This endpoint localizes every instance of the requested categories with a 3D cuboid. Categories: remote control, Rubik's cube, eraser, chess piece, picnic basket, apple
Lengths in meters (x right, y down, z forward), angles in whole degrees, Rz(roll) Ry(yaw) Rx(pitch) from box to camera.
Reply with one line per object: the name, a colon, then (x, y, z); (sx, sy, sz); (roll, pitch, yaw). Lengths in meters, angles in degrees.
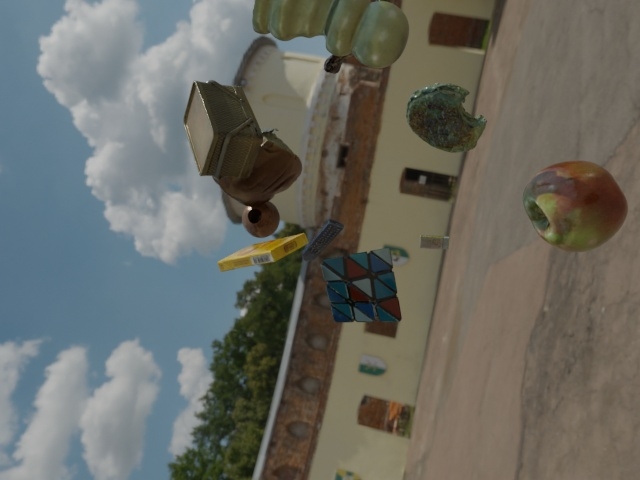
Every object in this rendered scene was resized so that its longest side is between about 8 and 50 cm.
remote control: (0.000, 0.001, 1.537); (0.152, 0.043, 0.027); (-47, 28, 38)
Rubik's cube: (0.175, 0.111, 1.790); (0.234, 0.249, 0.284); (-51, -39, -32)
eraser: (0.334, 0.005, 1.778); (0.019, 0.083, 0.038); (-62, -27, -70)
chess piece: (0.028, -0.377, 1.018); (0.144, 0.251, 0.145); (23, -90, -86)
picnic basket: (-0.275, -0.306, 1.669); (0.165, 0.139, 0.267); (-62, 41, 41)
apple: (0.872, -0.122, 2.064); (0.319, 0.277, 0.319); (63, 178, 5)

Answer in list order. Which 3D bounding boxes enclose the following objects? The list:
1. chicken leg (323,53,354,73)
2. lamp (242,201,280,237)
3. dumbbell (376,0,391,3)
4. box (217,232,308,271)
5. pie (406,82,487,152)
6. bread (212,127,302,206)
chicken leg: (0.045, -0.536, 1.507); (0.322, 0.177, 0.083); (53, -140, -55)
lamp: (-0.207, -0.076, 2.116); (0.136, 0.136, 0.137); (12, -90, -82)
dumbbell: (0.174, -0.720, 1.884); (0.052, 0.046, 0.118); (53, -126, -22)
box: (-0.178, 0.037, 1.837); (0.152, 0.269, 0.044); (-28, -78, -44)
pie: (0.436, -0.427, 2.131); (0.067, 0.302, 0.303); (-53, -19, -26)
bread: (-0.220, -0.253, 1.990); (0.250, 0.279, 0.225); (38, -156, -53)
